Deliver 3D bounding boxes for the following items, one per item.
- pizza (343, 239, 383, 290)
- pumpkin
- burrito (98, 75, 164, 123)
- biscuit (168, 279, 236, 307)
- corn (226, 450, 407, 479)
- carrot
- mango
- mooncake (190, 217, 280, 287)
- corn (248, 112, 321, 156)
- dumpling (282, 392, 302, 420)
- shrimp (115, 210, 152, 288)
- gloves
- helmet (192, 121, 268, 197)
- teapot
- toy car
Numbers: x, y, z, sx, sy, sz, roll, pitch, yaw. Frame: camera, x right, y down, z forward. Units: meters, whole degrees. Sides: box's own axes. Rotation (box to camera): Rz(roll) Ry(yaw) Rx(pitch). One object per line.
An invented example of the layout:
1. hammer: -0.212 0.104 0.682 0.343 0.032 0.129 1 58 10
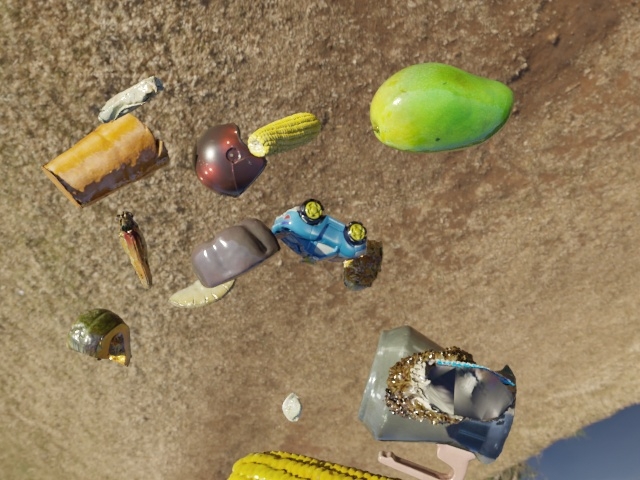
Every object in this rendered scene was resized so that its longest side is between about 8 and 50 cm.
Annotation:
1. pizza: 0.181 0.089 1.891 0.086 0.305 0.161 -17 116 42
2. pumpkin: -0.800 0.388 1.735 0.140 0.190 0.280 16 118 14
3. burrito: -0.387 -0.288 0.977 0.149 0.055 0.041 -23 126 17
4. biscuit: -0.432 0.190 1.850 0.290 0.141 0.038 -32 141 -27
5. corn: 0.031 0.321 0.549 0.364 0.120 0.120 -6 144 34
6. carrot: -0.546 -0.191 1.228 0.196 0.254 0.196 33 154 19
7. mango: 0.312 -0.339 1.220 0.382 0.225 0.201 -7 174 -7
8. mooncake: -0.237 0.038 1.316 0.245 0.245 0.133 -33 90 32
9. corn: -0.069 -0.220 0.992 0.068 0.206 0.067 18 123 29
10. dumpling: -0.086 0.526 1.501 0.052 0.057 0.076 26 115 27
11. shrimp: -0.503 0.024 1.302 0.062 0.154 0.294 -22 145 -18
12. gloves: 0.224 0.271 0.894 0.211 0.135 0.312 -7 162 -17
13. helmet: -0.268 -0.228 1.369 0.193 0.189 0.215 -8 101 -24
14. teapot: 0.289 0.436 1.237 0.362 0.375 0.305 16 -174 11
15. toy car: 0.000 0.000 1.497 0.314 0.165 0.198 26 161 -22
